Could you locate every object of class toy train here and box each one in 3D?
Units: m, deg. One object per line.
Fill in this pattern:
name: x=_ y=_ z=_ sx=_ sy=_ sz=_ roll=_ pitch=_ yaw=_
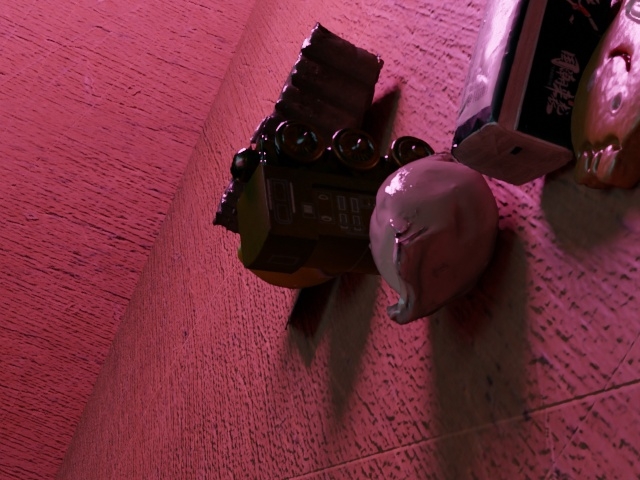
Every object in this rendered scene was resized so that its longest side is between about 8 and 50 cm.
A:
toy train: x=0.026 y=-0.032 z=1.282 sx=0.090 sy=0.225 sz=0.137 roll=124 pitch=145 yaw=-50

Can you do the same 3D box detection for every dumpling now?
dumpling: x=0.093 y=0.003 z=1.177 sx=0.199 sy=0.118 sz=0.136 roll=-50 pitch=-25 yaw=-55

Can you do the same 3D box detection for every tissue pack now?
tissue pack: x=0.173 y=-0.140 z=1.115 sx=0.103 sy=0.090 sz=0.170 roll=-35 pitch=33 yaw=66

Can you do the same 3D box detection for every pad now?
pad: x=0.000 y=0.000 z=1.684 sx=0.158 sy=0.003 sz=0.235 roll=-128 pitch=60 yaw=-90

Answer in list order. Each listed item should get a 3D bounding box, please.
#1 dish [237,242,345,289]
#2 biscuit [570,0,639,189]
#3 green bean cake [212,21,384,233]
dish: x=0.004 y=-0.011 z=1.538 sx=0.208 sy=0.080 sz=0.149 roll=-31 pitch=-50 yaw=-37
biscuit: x=0.243 y=-0.154 z=0.979 sx=0.184 sy=0.035 sz=0.249 roll=-102 pitch=35 yaw=-67
green bean cake: x=-0.024 y=-0.124 z=1.744 sx=0.241 sy=0.132 sz=0.255 roll=122 pitch=173 yaw=-66
